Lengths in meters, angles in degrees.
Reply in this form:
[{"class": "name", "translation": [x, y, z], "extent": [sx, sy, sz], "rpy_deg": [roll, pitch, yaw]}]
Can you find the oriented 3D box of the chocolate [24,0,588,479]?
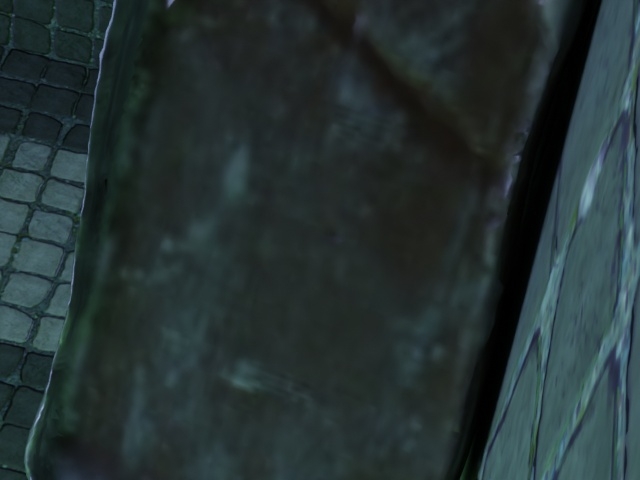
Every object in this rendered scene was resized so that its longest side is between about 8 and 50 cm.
[{"class": "chocolate", "translation": [-0.001, -0.001, 0.587], "extent": [0.080, 0.157, 0.254], "rpy_deg": [-15, -59, -67]}]
